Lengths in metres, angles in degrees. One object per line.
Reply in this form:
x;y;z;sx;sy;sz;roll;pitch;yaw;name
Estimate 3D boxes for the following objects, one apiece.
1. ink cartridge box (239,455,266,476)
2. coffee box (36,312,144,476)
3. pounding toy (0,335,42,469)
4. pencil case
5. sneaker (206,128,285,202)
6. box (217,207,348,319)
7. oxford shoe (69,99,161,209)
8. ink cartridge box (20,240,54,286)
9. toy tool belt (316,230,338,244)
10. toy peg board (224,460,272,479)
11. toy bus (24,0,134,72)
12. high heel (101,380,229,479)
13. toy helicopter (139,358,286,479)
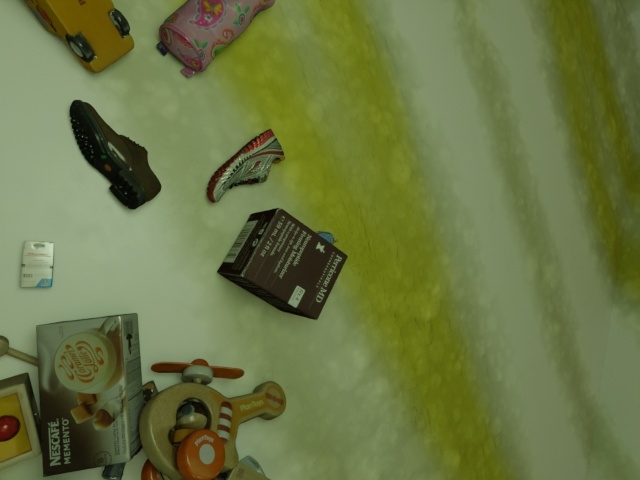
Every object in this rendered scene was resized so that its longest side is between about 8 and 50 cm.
-0.236;0.708;0.865;0.385;0.091;0.308;-28;102;-30;ink cartridge box
-0.404;0.262;0.740;0.141;0.098;0.246;-5;84;-8;coffee box
-0.536;0.268;0.701;0.181;0.094;0.205;-14;95;-30;pounding toy
-0.223;-0.492;0.911;0.124;0.124;0.284;43;69;-22;pencil case
-0.164;-0.160;0.945;0.225;0.088;0.092;-46;111;-24;sneaker
-0.087;0.053;0.935;0.203;0.167;0.168;35;71;-25;box
-0.402;-0.175;0.821;0.227;0.083;0.096;59;40;-13;oxford shoe
-0.517;0.043;0.759;0.048;0.028;0.083;4;86;-31;ink cartridge box
0.000;0.000;1.056;0.083;0.051;0.052;-1;88;-31;toy tool belt
-0.163;0.557;0.836;0.161;0.079;0.160;43;52;-20;toy peg board
-0.465;-0.464;0.700;0.108;0.130;0.332;-52;151;-22;toy bus
-0.280;0.402;0.850;0.261;0.093;0.186;22;77;-24;high heel
-0.205;0.343;0.854;0.355;0.140;0.234;10;50;-55;toy helicopter
